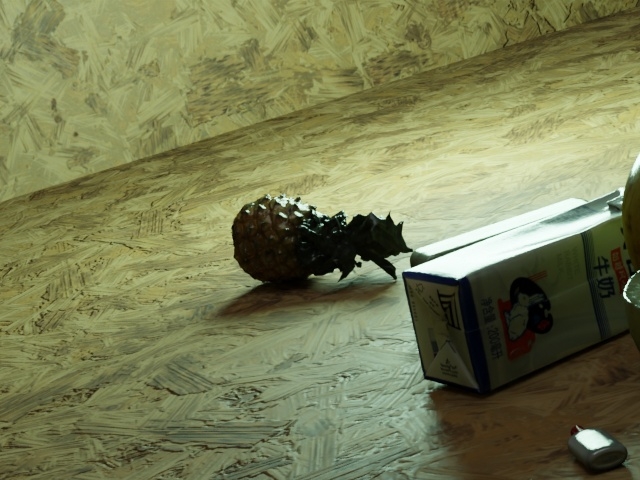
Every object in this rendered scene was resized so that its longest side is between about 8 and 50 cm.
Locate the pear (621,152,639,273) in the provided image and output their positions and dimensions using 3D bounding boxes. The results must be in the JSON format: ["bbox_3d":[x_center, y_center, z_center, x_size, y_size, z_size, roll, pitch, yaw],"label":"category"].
[{"bbox_3d":[0.429,-0.023,1.755,0.280,0.281,0.281,-12,13,3],"label":"pear"}]

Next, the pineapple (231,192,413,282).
[{"bbox_3d":[0.000,-0.001,2.409,0.248,0.128,0.128,2,20,40],"label":"pineapple"}]

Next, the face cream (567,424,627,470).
[{"bbox_3d":[0.240,0.181,1.599,0.040,0.021,0.083,-15,13,-8],"label":"face cream"}]

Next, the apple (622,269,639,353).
[{"bbox_3d":[0.440,0.056,1.373,0.360,0.320,0.312,-22,-24,-54],"label":"apple"}]

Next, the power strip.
[{"bbox_3d":[0.247,0.018,2.130,0.288,0.093,0.053,-17,15,-18],"label":"power strip"}]

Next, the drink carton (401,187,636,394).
[{"bbox_3d":[0.250,0.048,1.916,0.315,0.131,0.106,-19,16,-29],"label":"drink carton"}]
